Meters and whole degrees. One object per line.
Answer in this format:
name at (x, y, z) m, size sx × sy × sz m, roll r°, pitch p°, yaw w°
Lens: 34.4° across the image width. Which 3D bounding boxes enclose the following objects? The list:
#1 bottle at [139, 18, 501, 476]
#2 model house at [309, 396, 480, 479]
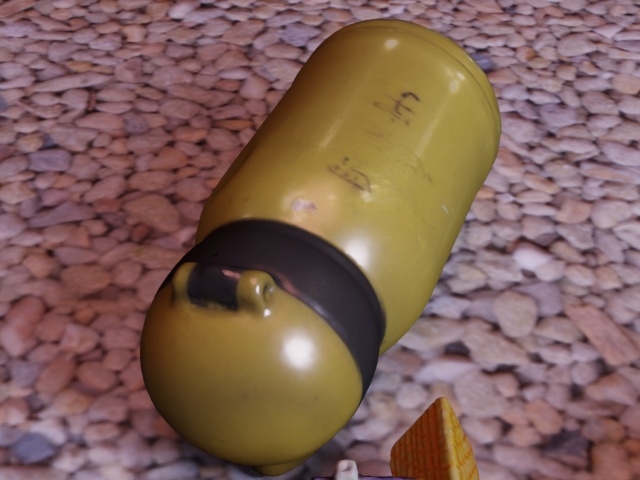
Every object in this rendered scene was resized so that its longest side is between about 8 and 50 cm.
bottle at (0.000, 0.000, 0.706) m, size 0.172 × 0.171 × 0.351 m, roll 15°, pitch 42°, yaw 16°
model house at (0.041, 0.145, 0.576) m, size 0.101 × 0.100 × 0.087 m, roll 1°, pitch 39°, yaw -1°
